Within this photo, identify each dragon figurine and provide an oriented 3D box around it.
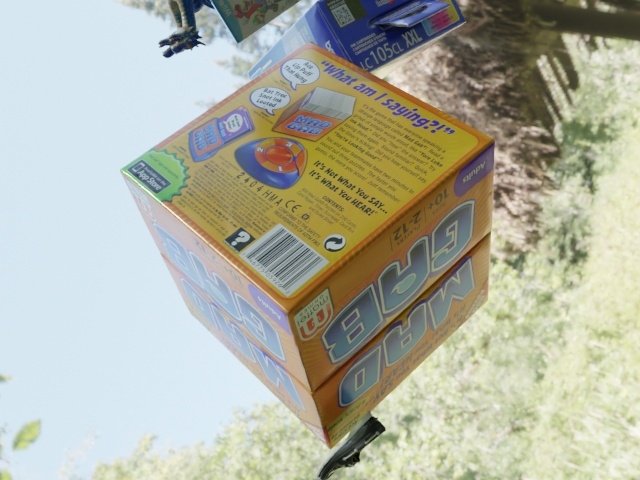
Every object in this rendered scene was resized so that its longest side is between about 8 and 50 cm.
[{"bbox_3d":[-0.183,-0.411,1.177,0.289,0.085,0.144,-57,-48,-29],"label":"dragon figurine"}]

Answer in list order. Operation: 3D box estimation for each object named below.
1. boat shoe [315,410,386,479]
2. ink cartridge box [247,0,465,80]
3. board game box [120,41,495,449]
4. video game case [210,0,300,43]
[{"bbox_3d":[0.042,0.296,1.047,0.125,0.038,0.046,-51,-15,7],"label":"boat shoe"},{"bbox_3d":[0.067,-0.358,1.350,0.270,0.151,0.395,-33,5,-26],"label":"ink cartridge box"},{"bbox_3d":[0.000,0.000,1.097,0.356,0.356,0.356,-39,-36,-20],"label":"board game box"},{"bbox_3d":[-0.071,-0.355,0.999,0.166,0.015,0.119,-34,-41,0],"label":"video game case"}]
